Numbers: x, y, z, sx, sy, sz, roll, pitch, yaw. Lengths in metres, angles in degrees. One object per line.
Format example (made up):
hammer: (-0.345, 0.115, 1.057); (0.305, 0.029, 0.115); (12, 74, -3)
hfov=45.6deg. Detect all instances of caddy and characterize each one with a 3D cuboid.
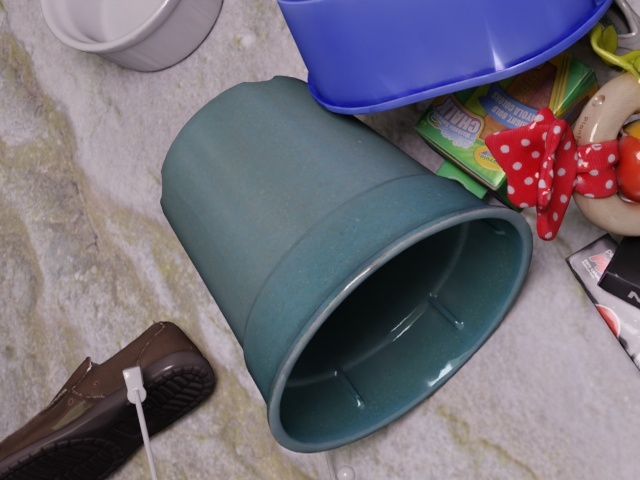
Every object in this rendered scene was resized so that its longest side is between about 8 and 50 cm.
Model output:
caddy: (0.124, -0.250, 0.791); (0.342, 0.179, 0.241); (-11, 42, 28)

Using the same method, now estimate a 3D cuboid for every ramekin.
ramekin: (-0.282, -0.399, 1.175); (0.277, 0.135, 0.277); (-5, 78, 24)

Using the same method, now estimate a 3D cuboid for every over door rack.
over door rack: (-0.092, 0.270, 0.913); (0.240, 0.108, 0.324); (-12, 73, -14)

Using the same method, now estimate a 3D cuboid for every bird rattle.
bird rattle: (0.297, -0.090, 0.728); (0.253, 0.207, 0.143); (-56, 25, -12)

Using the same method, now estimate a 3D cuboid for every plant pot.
plant pot: (0.000, 0.000, 0.875); (0.341, 0.341, 0.334); (-48, 57, 10)

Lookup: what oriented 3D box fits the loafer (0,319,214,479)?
loafer: (-0.313, 0.242, 1.088); (0.366, 0.134, 0.130); (-32, 45, 7)

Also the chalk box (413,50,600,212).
chalk box: (0.207, -0.125, 0.892); (0.132, 0.132, 0.213); (41, 98, 26)

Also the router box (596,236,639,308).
router box: (0.400, 0.032, 0.783); (0.179, 0.046, 0.133); (31, 72, 19)

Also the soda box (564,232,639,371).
soda box: (0.341, 0.077, 0.835); (0.060, 0.053, 0.168); (-35, 67, 15)

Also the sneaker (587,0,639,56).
sneaker: (0.307, -0.293, 0.899); (0.080, 0.094, 0.212); (-46, 65, 12)
